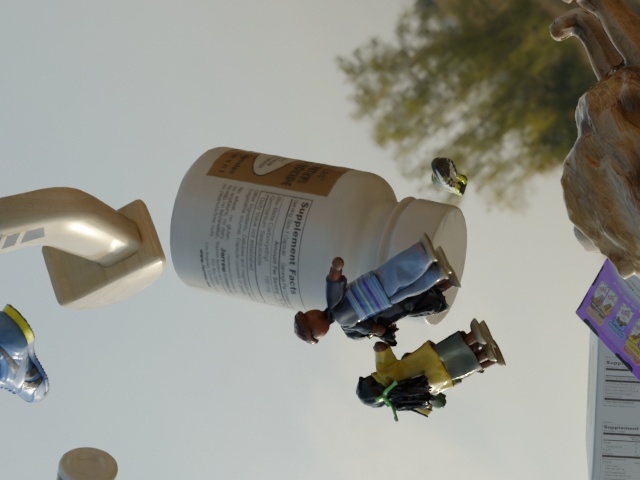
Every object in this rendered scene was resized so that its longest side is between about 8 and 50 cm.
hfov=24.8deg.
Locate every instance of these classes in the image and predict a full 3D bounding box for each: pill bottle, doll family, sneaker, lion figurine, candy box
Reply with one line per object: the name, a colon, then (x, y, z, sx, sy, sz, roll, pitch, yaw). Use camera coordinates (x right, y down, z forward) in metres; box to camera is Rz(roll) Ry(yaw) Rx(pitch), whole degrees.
pill bottle: (0.000, 0.000, 1.234, 0.229, 0.131, 0.131, 12, 175, 24)
doll family: (0.055, 0.068, 1.035, 0.193, 0.111, 0.076, 59, -169, -30)
sneaker: (0.143, -0.074, 1.706, 0.035, 0.031, 0.083, 6, 161, 29)
lion figurine: (0.345, -0.144, 1.232, 0.240, 0.392, 0.142, 56, 165, 15)
candy box: (0.433, 0.061, 1.844, 0.070, 0.196, 0.165, 14, -156, -31)
sneaker: (-0.410, 0.164, 1.894, 0.069, 0.082, 0.209, 36, 154, 21)
pill bottle: (-0.265, 0.296, 1.625, 0.067, 0.120, 0.067, 9, -151, -5)

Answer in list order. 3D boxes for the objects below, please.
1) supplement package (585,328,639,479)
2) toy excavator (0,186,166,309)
supplement package: (0.500, 0.229, 2.167, 0.199, 0.198, 0.262, -70, -20, -68)
toy excavator: (-0.372, -0.008, 1.418, 0.433, 0.445, 0.222, 101, 152, -62)
